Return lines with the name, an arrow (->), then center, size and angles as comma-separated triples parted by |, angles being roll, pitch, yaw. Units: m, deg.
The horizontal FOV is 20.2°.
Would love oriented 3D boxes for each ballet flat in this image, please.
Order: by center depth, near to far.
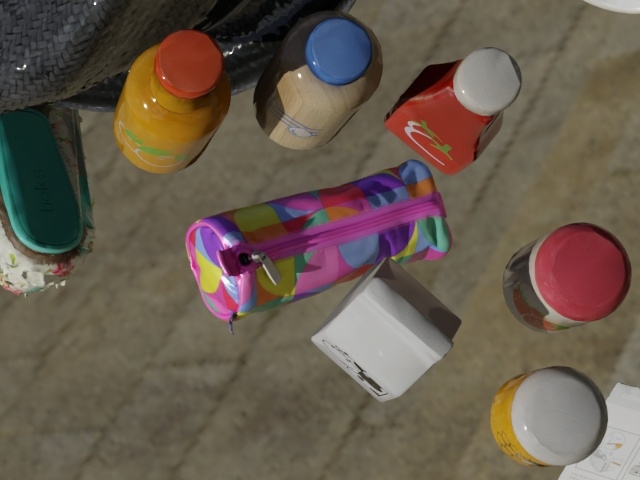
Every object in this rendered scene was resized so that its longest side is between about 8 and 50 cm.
ballet flat -> -0.191, -0.073, 1.117 | 0.077, 0.091, 0.241 | 130, 140, -52

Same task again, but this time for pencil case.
pencil case -> 0.000, 0.000, 1.554 | 0.236, 0.104, 0.104 | -18, 19, -28

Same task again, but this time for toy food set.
toy food set -> 0.037, -0.012, 0.685 | 0.111, 0.232, 0.104 | -48, 2, -14

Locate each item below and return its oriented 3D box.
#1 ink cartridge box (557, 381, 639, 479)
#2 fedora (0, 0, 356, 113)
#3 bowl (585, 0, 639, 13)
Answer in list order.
ink cartridge box -> 0.196, 0.180, 1.052 | 0.145, 0.045, 0.179 | 14, 59, 41
fedora -> -0.139, -0.158, 0.853 | 0.334, 0.334, 0.152 | -17, 28, 34
bowl -> 0.272, -0.290, 1.535 | 0.298, 0.298, 0.134 | -11, 45, 40
